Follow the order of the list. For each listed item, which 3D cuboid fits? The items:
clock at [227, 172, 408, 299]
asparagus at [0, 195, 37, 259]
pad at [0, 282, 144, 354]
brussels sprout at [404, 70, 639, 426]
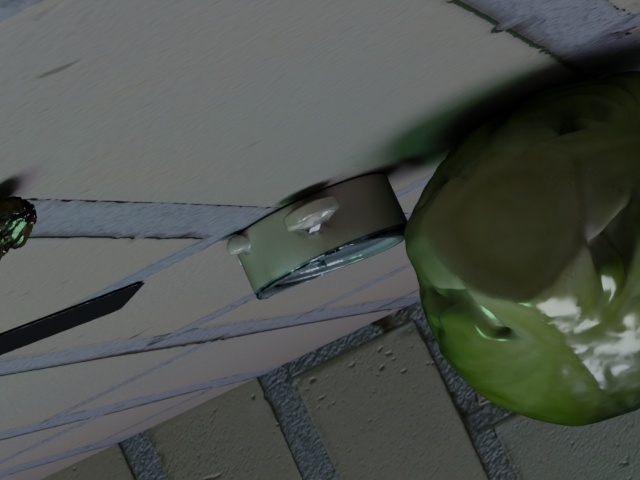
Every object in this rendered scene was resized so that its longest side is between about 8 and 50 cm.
[{"bbox_3d":[0.000,0.000,1.466,0.155,0.063,0.229,-25,172,-2],"label":"clock"},{"bbox_3d":[-0.202,0.005,0.972,0.036,0.030,0.165,11,157,-26],"label":"asparagus"},{"bbox_3d":[-0.237,0.075,1.473,0.157,0.003,0.112,-21,172,-24],"label":"pad"},{"bbox_3d":[0.218,0.009,1.408,0.289,0.281,0.355,-28,162,22],"label":"brussels sprout"}]
